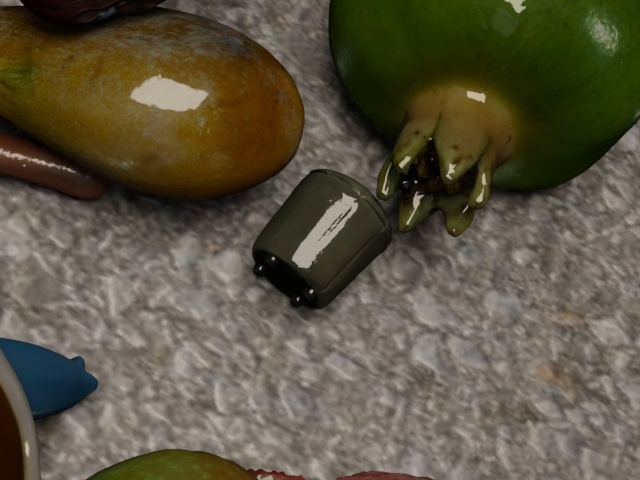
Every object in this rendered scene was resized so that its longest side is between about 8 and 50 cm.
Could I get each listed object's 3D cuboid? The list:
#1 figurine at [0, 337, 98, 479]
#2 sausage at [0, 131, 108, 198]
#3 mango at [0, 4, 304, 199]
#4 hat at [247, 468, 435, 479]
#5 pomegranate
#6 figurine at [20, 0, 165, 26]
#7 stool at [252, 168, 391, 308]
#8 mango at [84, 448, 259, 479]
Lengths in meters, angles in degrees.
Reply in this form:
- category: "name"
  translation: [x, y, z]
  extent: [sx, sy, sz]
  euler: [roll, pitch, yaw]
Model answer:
- category: "figurine"
  translation: [-0.312, 0.159, 0.725]
  extent: [0.298, 0.243, 0.416]
  euler: [-7, 48, -6]
- category: "sausage"
  translation: [-0.270, -0.068, 0.905]
  extent: [0.177, 0.047, 0.040]
  euler: [10, 34, -9]
- category: "mango"
  translation: [-0.169, -0.125, 0.883]
  extent: [0.316, 0.146, 0.193]
  euler: [11, 26, -2]
- category: "hat"
  translation: [0.038, 0.268, 0.794]
  extent: [0.286, 0.107, 0.236]
  euler: [35, 54, -2]
- category: "pomegranate"
  translation: [0.160, -0.174, 0.929]
  extent: [0.310, 0.216, 0.358]
  euler: [31, 52, -9]
- category: "figurine"
  translation: [-0.140, -0.259, 0.821]
  extent: [0.240, 0.174, 0.116]
  euler: [-41, 59, -17]
- category: "stool"
  translation: [0.000, 0.000, 0.909]
  extent: [0.096, 0.096, 0.110]
  euler: [40, 71, 6]
- category: "mango"
  translation: [-0.123, 0.306, 0.625]
  extent: [0.201, 0.225, 0.382]
  euler: [24, 63, -9]
